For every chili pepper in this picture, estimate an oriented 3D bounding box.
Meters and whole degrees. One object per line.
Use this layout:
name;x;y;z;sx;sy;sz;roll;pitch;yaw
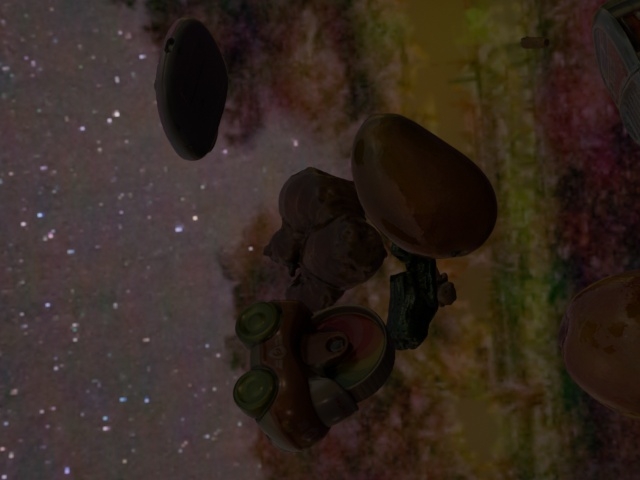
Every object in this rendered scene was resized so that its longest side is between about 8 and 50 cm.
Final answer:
chili pepper;0.169;0.081;1.526;0.099;0.083;0.253;36;-130;-40

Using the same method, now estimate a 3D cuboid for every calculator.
calculator;-0.192;-0.225;1.310;0.299;0.041;0.185;71;-149;-70

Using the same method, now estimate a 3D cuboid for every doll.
doll;0.228;0.087;1.662;0.093;0.061;0.051;44;137;41

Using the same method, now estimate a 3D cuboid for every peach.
peach;0.597;0.188;1.534;0.308;0.332;0.308;6;-90;-65

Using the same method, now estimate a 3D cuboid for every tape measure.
tape measure;0.532;-0.281;1.354;0.243;0.125;0.246;51;-159;-62

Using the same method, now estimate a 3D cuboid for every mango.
mango;0.146;-0.074;1.276;0.175;0.254;0.139;-53;-2;-30

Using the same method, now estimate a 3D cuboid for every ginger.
ginger;-0.001;-0.010;1.780;0.274;0.152;0.357;-59;41;37

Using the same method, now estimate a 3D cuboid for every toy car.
toy car;0.000;0.181;1.223;0.145;0.235;0.235;59;-155;-45

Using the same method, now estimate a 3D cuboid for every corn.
corn;0.474;-0.440;1.880;0.083;0.027;0.028;20;122;58
